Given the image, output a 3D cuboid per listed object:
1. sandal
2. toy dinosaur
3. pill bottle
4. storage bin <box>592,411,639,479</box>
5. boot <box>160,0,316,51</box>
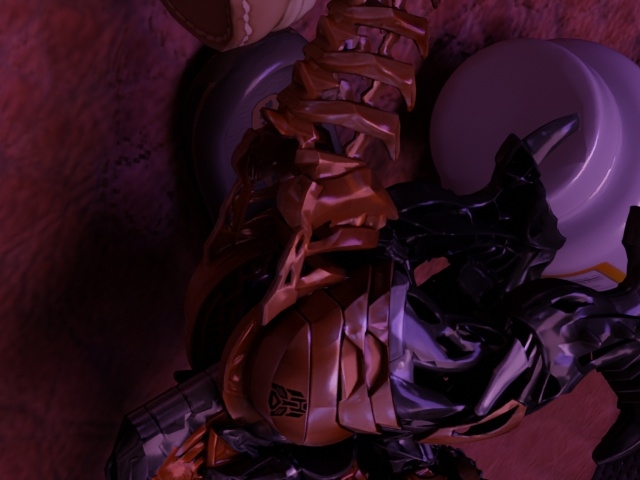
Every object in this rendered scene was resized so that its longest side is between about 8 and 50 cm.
[{"bbox_3d":[0.000,0.000,0.631,0.090,0.060,0.219,-42,145,-25],"label":"sandal"},{"bbox_3d":[0.027,0.042,0.533,0.218,0.164,0.322,-10,141,-27],"label":"toy dinosaur"},{"bbox_3d":[0.137,-0.030,0.744,0.117,0.117,0.215,-61,149,3],"label":"pill bottle"},{"bbox_3d":[0.292,0.174,1.169,0.122,0.084,0.180,-10,124,-51],"label":"storage bin"},{"bbox_3d":[-0.107,-0.095,0.368,0.203,0.095,0.262,-47,150,-15],"label":"boot"}]
